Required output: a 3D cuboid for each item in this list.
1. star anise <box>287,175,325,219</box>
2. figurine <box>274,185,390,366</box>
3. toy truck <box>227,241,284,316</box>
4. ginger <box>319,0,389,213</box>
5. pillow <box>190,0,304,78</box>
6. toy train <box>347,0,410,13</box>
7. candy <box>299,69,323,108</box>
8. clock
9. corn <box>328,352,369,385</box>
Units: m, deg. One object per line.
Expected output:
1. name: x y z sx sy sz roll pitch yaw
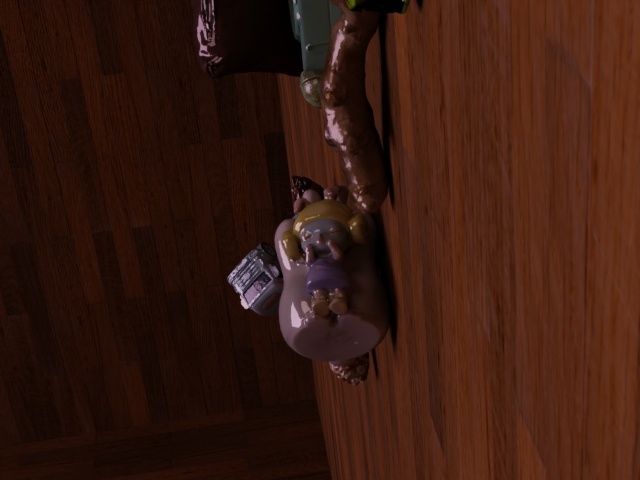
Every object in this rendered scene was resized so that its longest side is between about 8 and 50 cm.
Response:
1. star anise: -0.002 0.003 1.851 0.177 0.073 0.234 -122 23 -44
2. figurine: 0.006 0.007 1.329 0.155 0.127 0.236 55 -157 -54
3. toy truck: -0.040 0.075 1.687 0.177 0.080 0.115 12 -142 -51
4. ginger: 0.025 -0.139 1.071 0.288 0.075 0.089 79 -157 -45
5. pillow: -0.081 -0.354 1.455 0.305 0.108 0.308 -20 -72 -68
6. toy train: 0.029 -0.270 0.876 0.085 0.053 0.250 100 164 -52
7. candy: 0.002 -0.256 1.478 0.061 0.061 0.203 89 -179 -63
8. clock: -0.008 -0.291 1.350 0.189 0.060 0.148 -101 4 -56
9. corn: 0.020 0.083 1.619 0.079 0.079 0.237 89 171 -66
